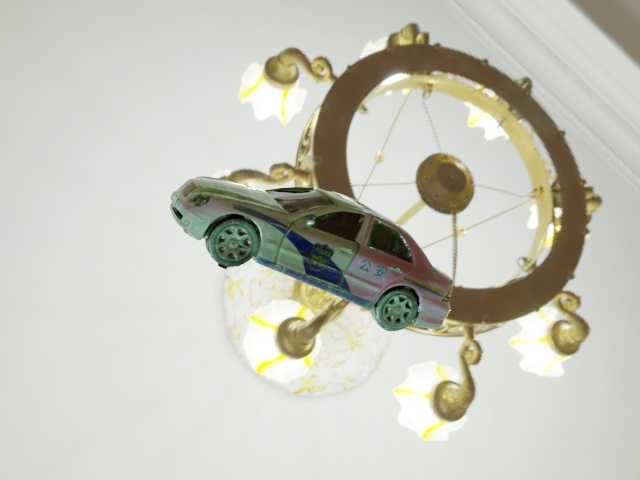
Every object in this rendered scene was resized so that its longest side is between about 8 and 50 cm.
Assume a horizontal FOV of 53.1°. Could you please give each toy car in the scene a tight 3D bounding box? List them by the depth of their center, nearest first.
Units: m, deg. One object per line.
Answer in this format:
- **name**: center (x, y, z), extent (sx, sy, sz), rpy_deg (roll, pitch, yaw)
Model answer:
- **toy car**: center (0.000, 0.000, 0.479), extent (0.224, 0.090, 0.076), rpy_deg (24, -81, -24)
